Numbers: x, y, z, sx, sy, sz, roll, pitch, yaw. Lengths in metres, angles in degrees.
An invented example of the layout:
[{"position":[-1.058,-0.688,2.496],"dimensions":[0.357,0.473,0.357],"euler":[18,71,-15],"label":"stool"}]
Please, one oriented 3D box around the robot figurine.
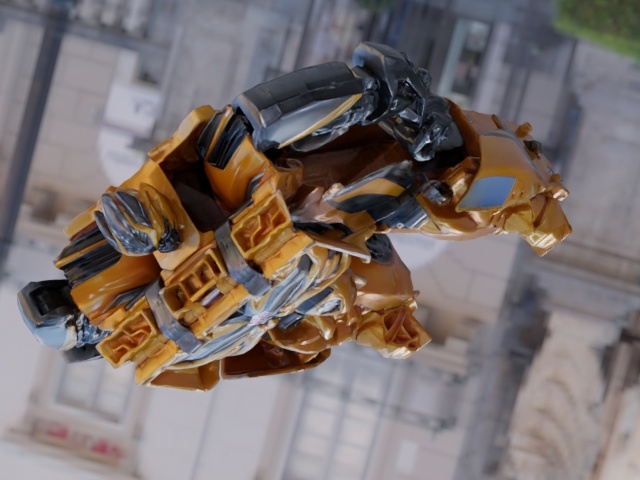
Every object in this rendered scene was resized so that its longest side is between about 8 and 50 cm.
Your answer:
[{"position":[0.000,0.000,0.782],"dimensions":[0.085,0.211,0.291],"euler":[57,-154,16],"label":"robot figurine"}]
